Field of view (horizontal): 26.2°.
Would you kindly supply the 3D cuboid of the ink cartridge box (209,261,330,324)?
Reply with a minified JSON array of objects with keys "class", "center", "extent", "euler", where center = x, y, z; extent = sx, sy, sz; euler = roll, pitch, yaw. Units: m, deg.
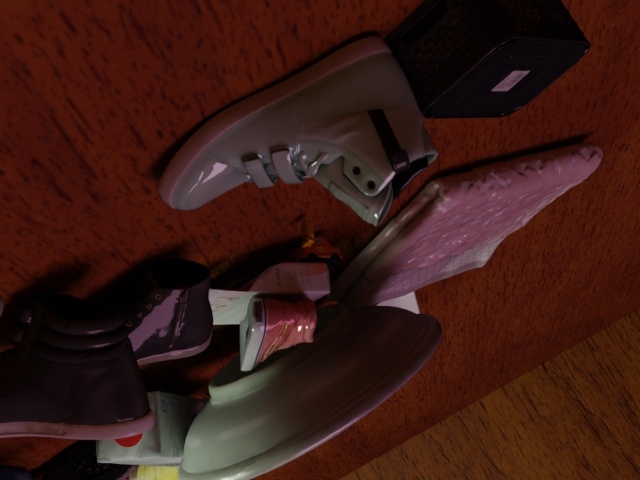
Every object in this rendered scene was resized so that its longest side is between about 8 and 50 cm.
[{"class":"ink cartridge box","center":[-0.100,0.065,1.683],"extent":[0.179,0.045,0.145],"euler":[5,158,-32]}]

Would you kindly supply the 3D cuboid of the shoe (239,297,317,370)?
[{"class":"shoe","center":[-0.054,0.116,1.687],"extent":[0.081,0.063,0.178],"euler":[0,157,-10]}]

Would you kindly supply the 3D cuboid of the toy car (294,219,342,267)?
[{"class":"toy car","center":[0.000,0.000,1.667],"extent":[0.060,0.040,0.122],"euler":[-5,161,-9]}]

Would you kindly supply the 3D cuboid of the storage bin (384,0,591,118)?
[{"class":"storage bin","center":[0.161,-0.185,1.323],"extent":[0.122,0.084,0.180],"euler":[-41,159,33]}]

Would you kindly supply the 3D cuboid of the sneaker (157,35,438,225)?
[{"class":"sneaker","center":[-0.019,-0.062,1.261],"extent":[0.256,0.151,0.094],"euler":[-31,165,7]}]

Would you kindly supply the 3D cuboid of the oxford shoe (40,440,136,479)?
[{"class":"oxford shoe","center":[-0.353,0.341,2.045],"extent":[0.227,0.083,0.096],"euler":[-34,-174,5]}]

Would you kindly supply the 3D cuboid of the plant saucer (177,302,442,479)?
[{"class":"plant saucer","center":[-0.033,0.179,1.817],"extent":[0.400,0.100,0.400],"euler":[-30,-172,5]}]

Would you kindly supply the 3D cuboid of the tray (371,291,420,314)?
[{"class":"tray","center":[0.043,0.176,2.158],"extent":[0.270,0.030,0.145],"euler":[-35,138,-15]}]

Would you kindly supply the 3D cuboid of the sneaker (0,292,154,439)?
[{"class":"sneaker","center":[-0.319,0.127,1.426],"extent":[0.296,0.146,0.104],"euler":[-2,-172,12]}]

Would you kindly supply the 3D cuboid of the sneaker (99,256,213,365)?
[{"class":"sneaker","center":[-0.226,0.083,1.504],"extent":[0.222,0.083,0.118],"euler":[-14,138,-20]}]

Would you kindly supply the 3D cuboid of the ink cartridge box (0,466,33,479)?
[{"class":"ink cartridge box","center":[-0.529,0.430,1.861],"extent":[0.395,0.151,0.270],"euler":[-33,163,5]}]

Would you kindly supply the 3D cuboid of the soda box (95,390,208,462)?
[{"class":"soda box","center":[-0.220,0.271,1.956],"extent":[0.098,0.091,0.286],"euler":[-8,168,13]}]

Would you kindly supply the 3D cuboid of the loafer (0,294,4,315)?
[{"class":"loafer","center":[-0.420,0.134,1.230],"extent":[0.319,0.112,0.111],"euler":[-34,155,11]}]

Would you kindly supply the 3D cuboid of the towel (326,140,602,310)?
[{"class":"towel","center":[0.202,-0.019,1.939],"extent":[0.332,0.053,0.317],"euler":[-16,159,-41]}]

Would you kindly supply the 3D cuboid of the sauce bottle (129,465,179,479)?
[{"class":"sauce bottle","center":[-0.173,0.349,2.182],"extent":[0.111,0.111,0.344],"euler":[-12,168,-46]}]
